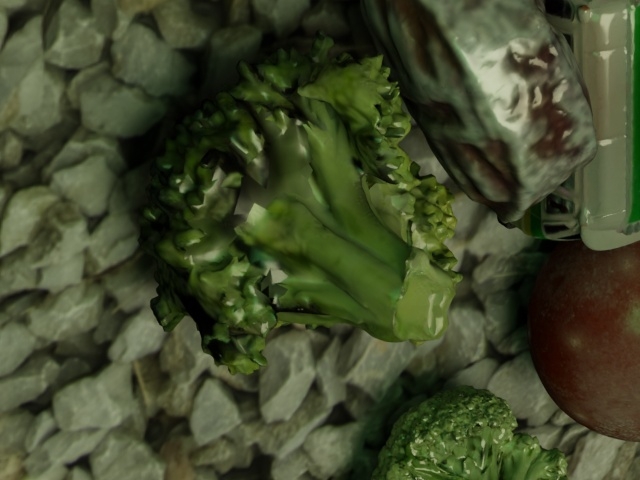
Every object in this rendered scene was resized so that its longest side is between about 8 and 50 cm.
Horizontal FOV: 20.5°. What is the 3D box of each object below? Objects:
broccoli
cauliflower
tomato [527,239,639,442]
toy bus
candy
[{"bbox_3d":[0.001,0.010,1.609,0.293,0.281,0.348,-47,130,-11],"label":"broccoli"},{"bbox_3d":[0.167,0.311,1.880,0.275,0.250,0.272,32,92,-34],"label":"cauliflower"},{"bbox_3d":[0.359,0.091,1.908,0.270,0.227,0.270,-16,122,-28],"label":"tomato"},{"bbox_3d":[0.269,-0.140,1.770,0.143,0.179,0.305,-18,121,-24],"label":"toy bus"},{"bbox_3d":[0.146,-0.163,1.614,0.157,0.214,0.289,-35,114,-11],"label":"candy"}]
